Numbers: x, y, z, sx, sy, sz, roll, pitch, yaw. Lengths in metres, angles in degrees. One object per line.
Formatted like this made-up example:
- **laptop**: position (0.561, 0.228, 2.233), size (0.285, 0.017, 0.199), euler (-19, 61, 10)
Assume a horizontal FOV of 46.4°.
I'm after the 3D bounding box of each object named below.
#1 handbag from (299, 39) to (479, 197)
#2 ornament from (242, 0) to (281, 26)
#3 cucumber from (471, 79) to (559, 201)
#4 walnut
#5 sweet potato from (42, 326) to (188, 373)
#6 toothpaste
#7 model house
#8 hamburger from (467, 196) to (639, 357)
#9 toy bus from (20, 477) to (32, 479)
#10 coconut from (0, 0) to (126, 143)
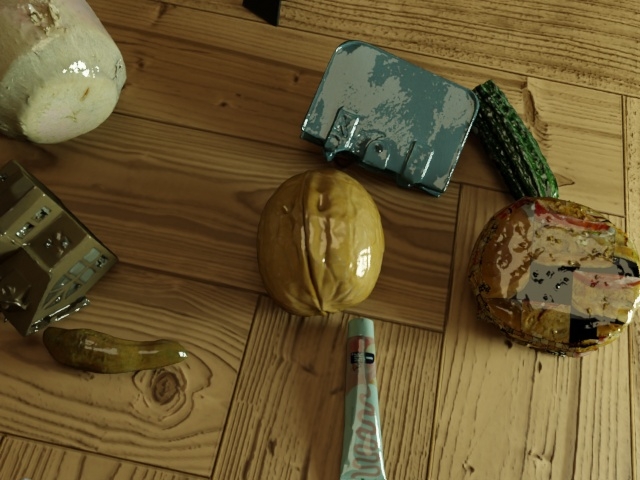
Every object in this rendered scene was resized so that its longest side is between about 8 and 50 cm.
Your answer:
- **handbag**: position (0.100, -0.172, 1.084), size (0.229, 0.062, 0.179), euler (24, 80, -3)
- **ornament**: position (-0.040, -0.464, 1.277), size (0.088, 0.081, 0.203), euler (38, 63, 16)
- **cucumber**: position (0.288, -0.138, 1.122), size (0.077, 0.077, 0.265), euler (-19, 65, -16)
- **walnut**: position (0.000, 0.000, 0.961), size (0.165, 0.165, 0.197), euler (5, 66, -2)
- **sweet potato**: position (-0.254, 0.138, 0.914), size (0.182, 0.054, 0.053), euler (8, 68, -3)
- **toothpaste**: position (0.050, 0.197, 0.919), size (0.056, 0.036, 0.205), euler (3, 63, -6)
- **model house**: position (-0.410, 0.040, 0.912), size (0.181, 0.176, 0.248), euler (40, 80, 18)
- **hamburger**: position (0.309, 0.041, 0.979), size (0.231, 0.107, 0.231), euler (-3, 73, 9)
- **toy bus**: position (-0.327, 0.349, 0.766), size (0.064, 0.075, 0.190), euler (20, 60, 8)
- **coconut**: position (-0.401, -0.259, 1.047), size (0.224, 0.224, 0.234), euler (-30, 78, -21)
